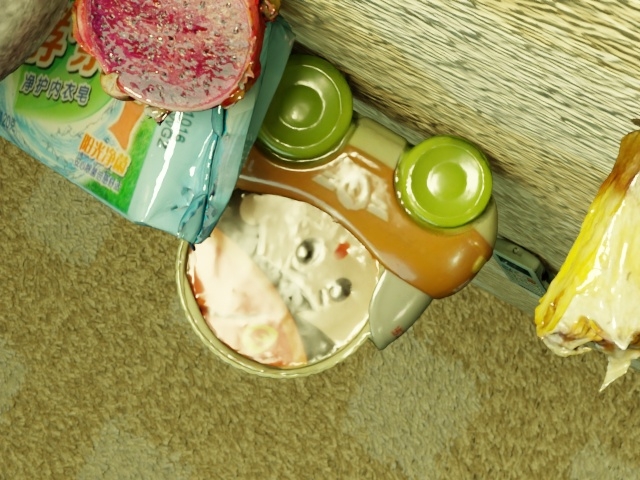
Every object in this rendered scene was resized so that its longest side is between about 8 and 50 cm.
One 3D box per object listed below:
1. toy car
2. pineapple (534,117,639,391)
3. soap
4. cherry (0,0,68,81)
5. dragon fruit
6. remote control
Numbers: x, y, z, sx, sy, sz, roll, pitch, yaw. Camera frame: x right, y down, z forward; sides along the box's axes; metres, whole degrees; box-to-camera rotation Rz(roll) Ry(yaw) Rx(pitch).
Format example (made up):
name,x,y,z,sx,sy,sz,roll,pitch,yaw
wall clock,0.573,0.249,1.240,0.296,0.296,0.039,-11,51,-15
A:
name,x,y,z,sx,sy,sz,roll,pitch,yaw
toy car,0.000,0.000,1.143,0.235,0.235,0.145,29,179,1
pineapple,0.155,0.002,0.708,0.069,0.137,0.116,-169,60,-77
soap,-0.130,-0.109,1.023,0.077,0.156,0.293,12,-168,-45
cherry,-0.224,-0.150,0.831,0.195,0.195,0.195,29,179,1
dragon fruit,-0.074,-0.126,0.867,0.112,0.126,0.068,26,-141,8
remote control,0.229,0.032,1.769,0.065,0.029,0.166,30,175,23
